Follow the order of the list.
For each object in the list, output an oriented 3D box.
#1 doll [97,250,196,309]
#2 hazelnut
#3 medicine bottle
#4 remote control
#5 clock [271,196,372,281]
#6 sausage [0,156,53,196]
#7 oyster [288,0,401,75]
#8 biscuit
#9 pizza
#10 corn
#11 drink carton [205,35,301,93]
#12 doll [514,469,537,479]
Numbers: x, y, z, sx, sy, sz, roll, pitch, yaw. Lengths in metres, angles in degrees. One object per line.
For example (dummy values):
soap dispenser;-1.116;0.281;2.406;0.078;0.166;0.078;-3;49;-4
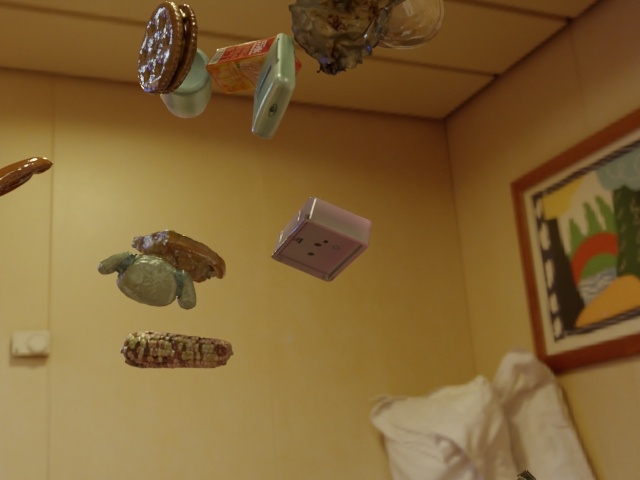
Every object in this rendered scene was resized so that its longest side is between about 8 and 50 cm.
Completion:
doll;-0.348;0.082;1.716;0.214;0.071;0.103;23;-63;-12
hazelnut;0.188;-0.586;2.060;0.261;0.241;0.261;25;-9;4
medicine bottle;-0.354;-0.411;2.202;0.139;0.139;0.225;-2;-10;-8
remote control;-0.094;-0.318;1.707;0.056;0.296;0.140;22;-63;-14
clock;0.000;0.000;1.755;0.150;0.063;0.197;23;-33;-14
sausage;-0.674;-0.141;1.845;0.183;0.054;0.062;-33;17;-26
oyster;0.075;-0.482;1.704;0.198;0.133;0.337;42;-41;-18
biscuit;-0.353;-0.439;1.929;0.066;0.220;0.220;9;-21;-34
pizza;-0.393;0.053;2.289;0.223;0.089;0.323;-1;-20;21
corn;-0.344;0.268;2.005;0.281;0.092;0.092;3;-14;16
drink carton;-0.163;-0.420;2.022;0.223;0.071;0.096;-2;-41;40
doll;0.544;0.635;1.973;0.105;0.221;0.115;-22;-14;-25
